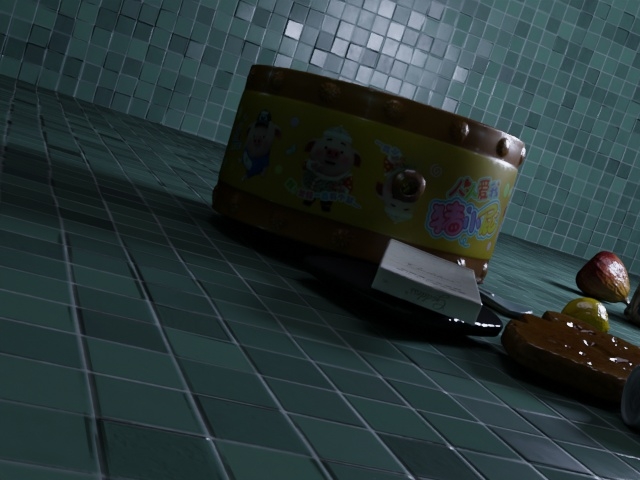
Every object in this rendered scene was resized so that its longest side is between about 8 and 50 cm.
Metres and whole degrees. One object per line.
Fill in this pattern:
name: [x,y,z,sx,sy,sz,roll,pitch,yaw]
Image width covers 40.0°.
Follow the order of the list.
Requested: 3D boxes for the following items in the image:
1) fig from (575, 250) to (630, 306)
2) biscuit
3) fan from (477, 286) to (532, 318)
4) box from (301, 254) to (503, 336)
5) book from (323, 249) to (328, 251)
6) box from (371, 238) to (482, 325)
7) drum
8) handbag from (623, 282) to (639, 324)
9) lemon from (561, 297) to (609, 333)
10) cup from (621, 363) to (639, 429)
fig: [0.662,0.093,2.025,0.119,0.119,0.153,13,24,-41]
biscuit: [0.305,0.139,0.981,0.302,0.043,0.278,12,12,-37]
fan: [0.217,0.067,1.394,0.057,0.023,0.282,2,17,-39]
box: [0.091,0.063,1.008,0.201,0.042,0.213,11,10,-45]
book: [0.000,0.000,1.358,0.103,0.017,0.135,19,6,24]
box: [0.115,0.042,0.945,0.109,0.029,0.198,21,9,4]
drum: [0.067,-0.093,1.261,0.432,0.214,0.431,16,4,-1]
handbag: [0.764,0.107,1.807,0.190,0.193,0.252,20,5,40]
lemon: [0.393,0.118,1.302,0.092,0.065,0.065,16,8,-26]
cup: [0.351,0.169,0.822,0.116,0.074,0.104,15,36,-2]
